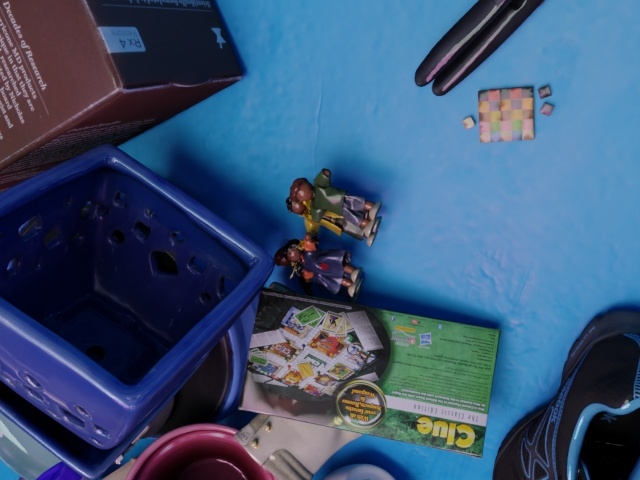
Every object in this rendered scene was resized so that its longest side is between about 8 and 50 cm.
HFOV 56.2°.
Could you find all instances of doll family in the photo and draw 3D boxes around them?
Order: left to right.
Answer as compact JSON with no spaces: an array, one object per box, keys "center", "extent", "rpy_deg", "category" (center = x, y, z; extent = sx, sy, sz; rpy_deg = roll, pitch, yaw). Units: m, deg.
[{"center":[0.000,0.000,0.657],"extent":[0.111,0.076,0.192],"rpy_deg":[20,122,11],"category":"doll family"}]

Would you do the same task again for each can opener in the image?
[{"center":[0.153,-0.198,0.515],"extent":[0.059,0.073,0.186],"rpy_deg":[17,130,-26],"category":"can opener"}]

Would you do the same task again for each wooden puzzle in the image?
[{"center":[0.174,-0.117,0.560],"extent":[0.083,0.006,0.049],"rpy_deg":[2,112,25],"category":"wooden puzzle"}]

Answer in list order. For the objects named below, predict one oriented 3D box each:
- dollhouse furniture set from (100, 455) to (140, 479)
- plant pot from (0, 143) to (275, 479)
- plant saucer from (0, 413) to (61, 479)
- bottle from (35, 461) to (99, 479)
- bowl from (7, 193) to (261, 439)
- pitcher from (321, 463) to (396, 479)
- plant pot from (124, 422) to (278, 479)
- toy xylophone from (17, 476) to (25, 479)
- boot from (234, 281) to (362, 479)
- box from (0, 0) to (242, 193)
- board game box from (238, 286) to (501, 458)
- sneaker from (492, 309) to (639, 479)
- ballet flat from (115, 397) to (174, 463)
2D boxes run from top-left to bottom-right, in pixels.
[{"center":[-0.235,0.451,0.888],"extent":[0.161,0.212,0.242],"rpy_deg":[-39,65,34],"category":"dollhouse furniture set"},{"center":[-0.224,0.078,0.610],"extent":[0.236,0.236,0.212],"rpy_deg":[35,129,5],"category":"plant pot"},{"center":[-0.499,0.300,1.045],"extent":[0.318,0.044,0.317],"rpy_deg":[10,116,21],"category":"plant saucer"},{"center":[-0.356,0.486,1.000],"extent":[0.118,0.092,0.283],"rpy_deg":[-35,110,23],"category":"bottle"},{"center":[-0.257,0.102,0.812],"extent":[0.391,0.077,0.390],"rpy_deg":[9,117,19],"category":"bowl"},{"center":[0.007,0.384,0.762],"extent":[0.125,0.178,0.207],"rpy_deg":[55,132,35],"category":"pitcher"},{"center":[-0.148,0.344,0.780],"extent":[0.201,0.201,0.180],"rpy_deg":[38,161,7],"category":"plant pot"},{"center":[-0.469,0.594,1.134],"extent":[0.236,0.081,0.322],"rpy_deg":[-7,108,28],"category":"toy xylophone"},{"center":[-0.038,0.171,0.699],"extent":[0.165,0.077,0.213],"rpy_deg":[-39,96,-9],"category":"boot"},{"center":[-0.299,-0.158,0.657],"extent":[0.382,0.191,0.143],"rpy_deg":[-16,99,30],"category":"box"},{"center":[0.051,0.138,0.643],"extent":[0.260,0.030,0.136],"rpy_deg":[10,82,6],"category":"board game box"},{"center":[0.247,0.231,0.597],"extent":[0.125,0.140,0.340],"rpy_deg":[20,119,17],"category":"sneaker"},{"center":[-0.262,0.251,0.797],"extent":[0.074,0.074,0.203],"rpy_deg":[46,122,1],"category":"ballet flat"}]
